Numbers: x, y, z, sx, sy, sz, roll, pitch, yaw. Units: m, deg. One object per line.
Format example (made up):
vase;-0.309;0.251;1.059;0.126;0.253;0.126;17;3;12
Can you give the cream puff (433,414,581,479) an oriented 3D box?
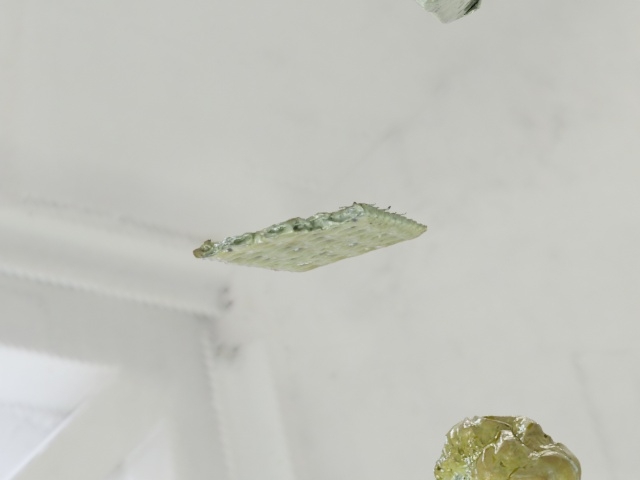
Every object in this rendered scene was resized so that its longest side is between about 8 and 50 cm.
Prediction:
cream puff;0.203;0.246;1.987;0.156;0.156;0.121;44;-107;-4

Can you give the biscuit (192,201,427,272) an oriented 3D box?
biscuit;0.000;-0.001;1.485;0.203;0.144;0.016;15;-120;-69

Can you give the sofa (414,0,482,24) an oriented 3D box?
sofa;0.127;-0.387;2.162;0.210;0.176;0.225;43;-172;13
